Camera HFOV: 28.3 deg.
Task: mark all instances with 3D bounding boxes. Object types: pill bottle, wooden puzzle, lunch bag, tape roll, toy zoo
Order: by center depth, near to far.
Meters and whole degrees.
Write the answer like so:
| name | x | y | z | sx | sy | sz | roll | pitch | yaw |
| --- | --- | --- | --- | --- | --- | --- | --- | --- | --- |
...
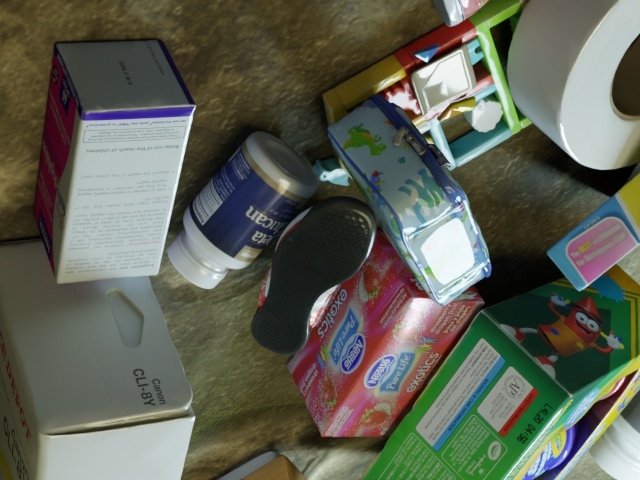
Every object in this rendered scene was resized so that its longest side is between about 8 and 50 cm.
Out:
| name | x | y | z | sx | sy | sz | roll | pitch | yaw |
| --- | --- | --- | --- | --- | --- | --- | --- | --- | --- |
| lunch bag | 0.096 | -0.045 | 1.365 | 0.090 | 0.176 | 0.219 | -35 | 142 | -1 |
| wooden puzzle | 0.133 | -0.174 | 1.376 | 0.078 | 0.014 | 0.116 | -27 | 140 | -10 |
| pill bottle | -0.089 | -0.029 | 1.381 | 0.094 | 0.094 | 0.169 | 22 | 119 | -43 |
| tape roll | 0.349 | -0.220 | 1.408 | 0.286 | 0.100 | 0.286 | -23 | 138 | -22 |
| toy zoo | 0.124 | -0.147 | 1.433 | 0.293 | 0.030 | 0.192 | -30 | 140 | 0 |
| pill bottle | 0.548 | 0.228 | 1.962 | 0.176 | 0.176 | 0.318 | 6 | 128 | -35 |

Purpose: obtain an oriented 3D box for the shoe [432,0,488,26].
| name | x | y | z | sx | sy | sz | roll | pitch | yaw |
| --- | --- | --- | --- | --- | --- | --- | --- | --- | --- |
| shoe | 0.141 | -0.294 | 1.268 | 0.081 | 0.063 | 0.178 | -30 | 146 | -1 |

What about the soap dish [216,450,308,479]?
| name | x | y | z | sx | sy | sz | roll | pitch | yaw |
| --- | --- | --- | --- | --- | --- | --- | --- | --- | --- |
| soap dish | -0.125 | 0.452 | 1.845 | 0.291 | 0.118 | 0.229 | -31 | 140 | 1 |

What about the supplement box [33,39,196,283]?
| name | x | y | z | sx | sy | sz | roll | pitch | yaw |
| --- | --- | --- | --- | --- | --- | --- | --- | --- | --- |
| supplement box | -0.208 | -0.075 | 1.250 | 0.114 | 0.111 | 0.220 | -6 | 135 | -25 |

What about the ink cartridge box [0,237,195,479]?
| name | x | y | z | sx | sy | sz | roll | pitch | yaw |
| --- | --- | --- | --- | --- | --- | --- | --- | --- | --- |
| ink cartridge box | -0.275 | 0.220 | 1.391 | 0.160 | 0.279 | 0.385 | -6 | 134 | -25 |

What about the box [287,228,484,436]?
| name | x | y | z | sx | sy | sz | roll | pitch | yaw |
| --- | --- | --- | --- | --- | --- | --- | --- | --- | --- |
| box | 0.078 | 0.121 | 1.610 | 0.122 | 0.128 | 0.257 | 5 | 130 | -34 |

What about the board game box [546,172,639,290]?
| name | x | y | z | sx | sy | sz | roll | pitch | yaw |
| --- | --- | --- | --- | --- | --- | --- | --- | --- | --- |
| board game box | 0.441 | -0.086 | 1.524 | 0.316 | 0.064 | 0.242 | -45 | 170 | 36 |

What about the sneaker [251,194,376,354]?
| name | x | y | z | sx | sy | sz | roll | pitch | yaw |
| --- | --- | --- | --- | --- | --- | --- | --- | --- | --- |
| sneaker | -0.001 | 0.000 | 1.412 | 0.090 | 0.145 | 0.270 | 23 | 138 | -5 |

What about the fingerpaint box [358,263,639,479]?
| name | x | y | z | sx | sy | sz | roll | pitch | yaw |
| --- | --- | --- | --- | --- | --- | --- | --- | --- | --- |
| fingerpaint box | 0.256 | 0.266 | 1.748 | 0.371 | 0.163 | 0.445 | -14 | 143 | -52 |
